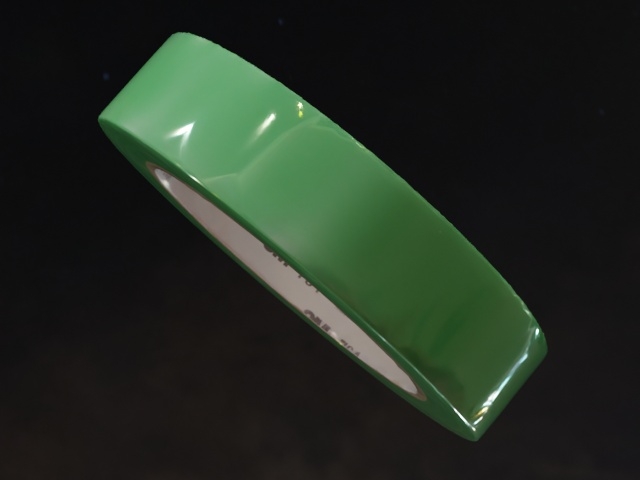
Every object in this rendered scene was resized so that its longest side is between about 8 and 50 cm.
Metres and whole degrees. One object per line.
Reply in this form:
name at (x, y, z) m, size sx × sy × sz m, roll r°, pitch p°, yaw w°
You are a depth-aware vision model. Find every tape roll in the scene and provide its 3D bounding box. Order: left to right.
tape roll at (0.000, 0.000, 0.912) m, size 0.077 × 0.321 × 0.321 m, roll -50°, pitch -51°, yaw -6°
